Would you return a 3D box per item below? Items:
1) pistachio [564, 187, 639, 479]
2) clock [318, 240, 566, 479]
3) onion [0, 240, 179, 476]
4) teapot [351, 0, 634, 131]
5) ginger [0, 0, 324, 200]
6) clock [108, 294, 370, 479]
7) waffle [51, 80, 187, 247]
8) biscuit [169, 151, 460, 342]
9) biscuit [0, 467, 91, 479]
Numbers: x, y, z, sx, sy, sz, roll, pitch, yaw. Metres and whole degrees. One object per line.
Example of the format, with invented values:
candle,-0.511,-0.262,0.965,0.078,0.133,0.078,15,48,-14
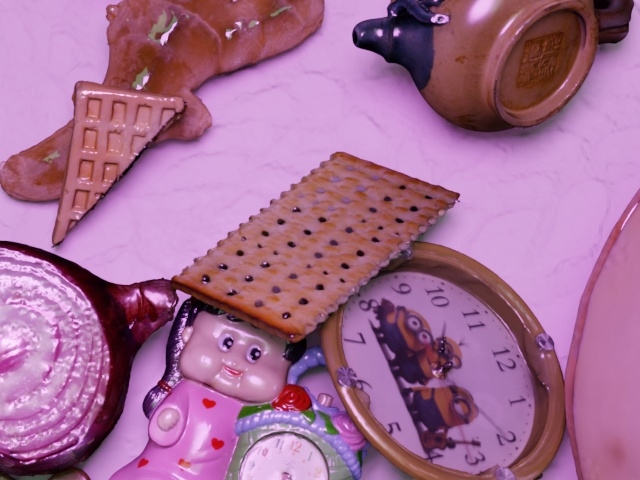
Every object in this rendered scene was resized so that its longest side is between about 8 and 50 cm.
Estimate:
pistachio,0.384,0.088,1.063,0.365,0.281,0.445,24,90,-4
clock,0.096,0.110,1.117,0.237,0.057,0.237,16,51,-21
onion,-0.212,0.082,1.105,0.218,0.140,0.195,-26,82,-8
teapot,0.150,-0.196,1.187,0.269,0.173,0.182,-20,43,-30
ginger,-0.148,-0.148,1.198,0.333,0.081,0.148,-45,110,-7
clock,-0.054,0.151,1.113,0.194,0.100,0.195,20,76,-2
waffle,-0.176,-0.059,1.164,0.097,0.023,0.152,10,104,-13
biscuit,0.000,0.000,1.117,0.139,0.016,0.231,23,43,30
biscuit,-0.223,0.256,1.114,0.205,0.031,0.138,24,76,5
